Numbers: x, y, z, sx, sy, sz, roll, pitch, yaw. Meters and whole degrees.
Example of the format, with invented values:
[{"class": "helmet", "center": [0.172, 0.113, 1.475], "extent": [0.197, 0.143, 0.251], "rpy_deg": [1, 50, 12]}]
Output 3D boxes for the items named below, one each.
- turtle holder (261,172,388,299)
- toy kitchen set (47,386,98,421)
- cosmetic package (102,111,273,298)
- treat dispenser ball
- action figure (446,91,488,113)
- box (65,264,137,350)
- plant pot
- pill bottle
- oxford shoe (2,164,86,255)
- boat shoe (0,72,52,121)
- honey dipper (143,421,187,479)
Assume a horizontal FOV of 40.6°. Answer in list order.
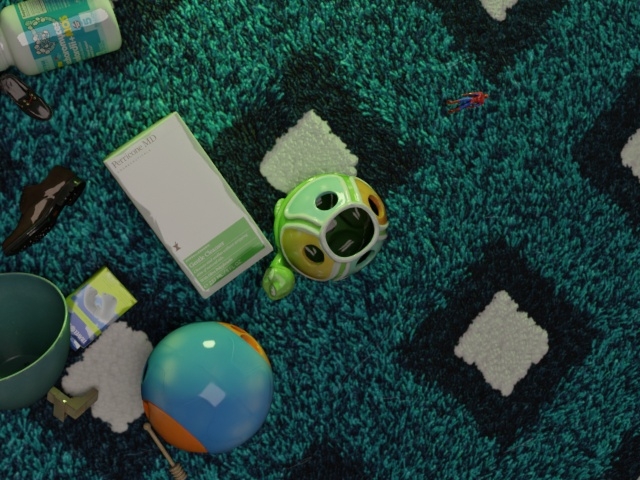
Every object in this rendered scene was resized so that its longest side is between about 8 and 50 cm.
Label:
[{"class": "turtle holder", "center": [0.002, -0.020, 1.946], "extent": [0.320, 0.227, 0.243], "rpy_deg": [-13, 100, -15]}, {"class": "toy kitchen set", "center": [-0.556, 0.359, 1.934], "extent": [0.083, 0.075, 0.068], "rpy_deg": [30, 129, 15]}, {"class": "cosmetic package", "center": [-0.292, -0.080, 1.895], "extent": [0.197, 0.155, 0.365], "rpy_deg": [-37, 105, -7]}, {"class": "treat dispenser ball", "center": [-0.244, 0.317, 1.880], "extent": [0.288, 0.288, 0.288], "rpy_deg": [-2, 96, -16]}, {"class": "action figure", "center": [0.363, -0.341, 2.118], "extent": [0.115, 0.030, 0.038], "rpy_deg": [-17, 106, -19]}, {"class": "box", "center": [-0.510, 0.153, 1.915], "extent": [0.178, 0.042, 0.109], "rpy_deg": [-42, 105, -9]}, {"class": "plant pot", "center": [-0.646, 0.238, 1.788], "extent": [0.290, 0.290, 0.195], "rpy_deg": [-18, 136, -13]}, {"class": "pill bottle", "center": [-0.557, -0.430, 1.785], "extent": [0.264, 0.146, 0.146], "rpy_deg": [-21, 101, -12]}, {"class": "oxford shoe", "center": [-0.611, -0.066, 1.853], "extent": [0.096, 0.083, 0.227], "rpy_deg": [39, 84, 2]}, {"class": "boat shoe", "center": [-0.627, -0.302, 1.834], "extent": [0.133, 0.042, 0.049], "rpy_deg": [43, 82, -17]}, {"class": "honey dipper", "center": [-0.362, 0.488, 2.000], "extent": [0.030, 0.030, 0.161], "rpy_deg": [-33, 102, -10]}]
